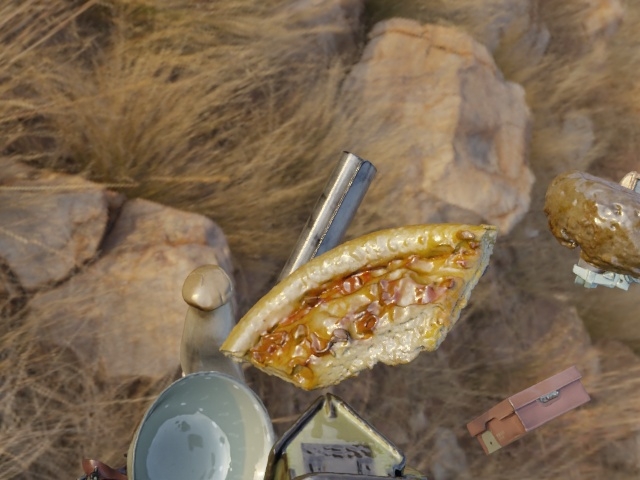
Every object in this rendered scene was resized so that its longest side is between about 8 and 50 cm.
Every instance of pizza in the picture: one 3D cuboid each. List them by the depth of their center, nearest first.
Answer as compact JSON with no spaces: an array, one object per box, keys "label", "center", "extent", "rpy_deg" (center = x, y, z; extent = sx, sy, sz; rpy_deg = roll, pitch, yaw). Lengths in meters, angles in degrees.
[{"label":"pizza","center":[0.048,0.078,1.034],"extent":[0.182,0.365,0.074],"rpy_deg":[-99,165,-45]}]

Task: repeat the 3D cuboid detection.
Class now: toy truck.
[{"label":"toy truck","center":[0.608,-0.015,1.742],"extent":[0.108,0.140,0.256],"rpy_deg":[3,106,-75]}]

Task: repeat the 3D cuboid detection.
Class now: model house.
[{"label":"model house","center":[0.031,0.258,0.998],"extent":[0.205,0.218,0.278],"rpy_deg":[7,31,-10]}]

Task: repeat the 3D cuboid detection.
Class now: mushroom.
[{"label":"mushroom","center":[-0.275,0.237,2.140],"extent":[0.137,0.154,0.407],"rpy_deg":[-96,-177,-48]}]

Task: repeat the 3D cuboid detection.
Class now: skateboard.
[{"label":"skateboard","center":[-0.401,0.455,1.716],"extent":[0.151,0.067,0.080],"rpy_deg":[25,54,-35]}]

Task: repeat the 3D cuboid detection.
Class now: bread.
[{"label":"bread","center":[0.459,-0.023,1.361],"extent":[0.230,0.230,0.123],"rpy_deg":[-3,116,-54]}]

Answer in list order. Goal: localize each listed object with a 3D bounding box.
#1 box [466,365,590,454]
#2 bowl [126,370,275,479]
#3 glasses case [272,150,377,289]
[{"label":"box","center":[0.481,0.394,2.003],"extent":[0.215,0.215,0.086],"rpy_deg":[-18,70,-27]},{"label":"bowl","center":[-0.258,0.422,1.673],"extent":[0.337,0.157,0.337],"rpy_deg":[11,74,-44]},{"label":"glasses case","center":[0.000,0.000,1.444],"extent":[0.299,0.060,0.114],"rpy_deg":[-63,165,-1]}]
